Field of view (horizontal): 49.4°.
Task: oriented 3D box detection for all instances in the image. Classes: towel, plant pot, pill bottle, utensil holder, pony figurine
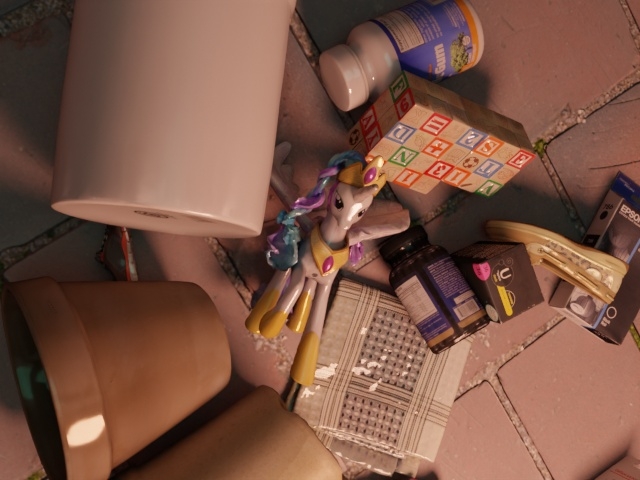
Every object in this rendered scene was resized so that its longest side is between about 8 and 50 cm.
[{"bbox_3d":[0.112,0.265,1.308,0.312,0.056,0.324,23,86,-16],"label":"towel"},{"bbox_3d":[-0.135,0.408,1.107,0.305,0.334,0.334,-40,102,-17],"label":"plant pot"},{"bbox_3d":[0.202,0.086,1.271,0.123,0.123,0.219,-27,77,-14],"label":"pill bottle"},{"bbox_3d":[-0.218,-0.215,1.034,0.328,0.327,0.385,9,84,-17],"label":"utensil holder"},{"bbox_3d":[0.141,-0.333,1.248,0.272,0.152,0.152,-27,99,-14],"label":"pill bottle"},{"bbox_3d":[-0.304,0.186,1.075,0.280,0.323,0.323,-16,96,-32],"label":"plant pot"},{"bbox_3d":[0.000,0.000,1.149,0.303,0.351,0.363,21,105,-12],"label":"pony figurine"}]

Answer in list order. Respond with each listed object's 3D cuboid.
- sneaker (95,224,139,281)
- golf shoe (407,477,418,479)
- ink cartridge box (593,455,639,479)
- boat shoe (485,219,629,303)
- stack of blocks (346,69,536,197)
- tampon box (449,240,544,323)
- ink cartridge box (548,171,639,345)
[{"bbox_3d":[-0.348,0.012,1.163,0.065,0.061,0.157,-11,94,-9],"label":"sneaker"},{"bbox_3d":[0.120,0.510,1.298,0.306,0.115,0.140,13,79,-24],"label":"golf shoe"},{"bbox_3d":[0.614,0.532,1.438,0.181,0.104,0.061,-30,100,-14],"label":"ink cartridge box"},{"bbox_3d":[0.450,0.035,1.352,0.285,0.104,0.089,21,90,5],"label":"boat shoe"},{"bbox_3d":[0.218,-0.171,1.257,0.297,0.171,0.087,15,47,-31],"label":"stack of blocks"},{"bbox_3d":[0.318,0.074,1.308,0.101,0.161,0.120,-24,98,-15],"label":"tampon box"},{"bbox_3d":[0.624,0.035,1.450,0.165,0.065,0.332,31,82,-14],"label":"ink cartridge box"}]
